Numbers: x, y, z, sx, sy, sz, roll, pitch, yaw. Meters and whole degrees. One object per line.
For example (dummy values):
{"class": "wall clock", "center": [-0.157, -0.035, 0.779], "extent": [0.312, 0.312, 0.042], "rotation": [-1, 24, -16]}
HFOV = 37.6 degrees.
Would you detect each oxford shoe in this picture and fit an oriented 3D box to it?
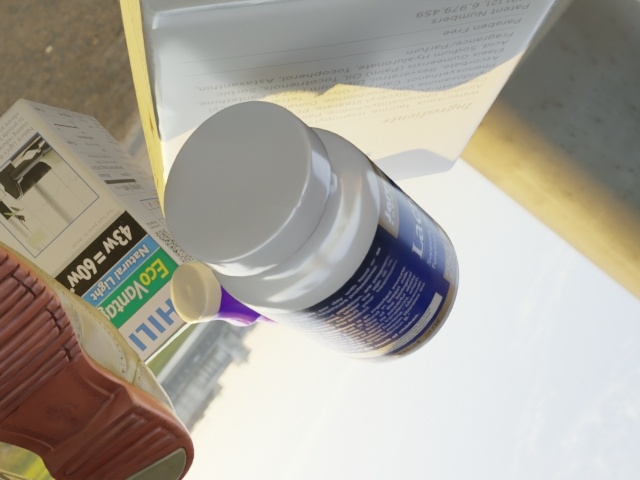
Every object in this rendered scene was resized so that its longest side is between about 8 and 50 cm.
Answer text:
{"class": "oxford shoe", "center": [-0.265, 0.089, 0.818], "extent": [0.140, 0.397, 0.146], "rotation": [-34, -141, -2]}

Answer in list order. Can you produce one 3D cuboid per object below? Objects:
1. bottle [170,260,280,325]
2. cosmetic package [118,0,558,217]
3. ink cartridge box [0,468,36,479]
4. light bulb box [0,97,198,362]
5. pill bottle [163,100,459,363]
{"class": "bottle", "center": [-0.044, 0.046, 1.112], "extent": [0.282, 0.118, 0.092], "rotation": [-7, 120, -45]}
{"class": "cosmetic package", "center": [-0.021, -0.255, 0.866], "extent": [0.327, 0.330, 0.394], "rotation": [-11, 162, -11]}
{"class": "ink cartridge box", "center": [-0.265, 0.312, 0.791], "extent": [0.198, 0.270, 0.197], "rotation": [3, -112, 55]}
{"class": "light bulb box", "center": [-0.330, 0.008, 1.367], "extent": [0.225, 0.361, 0.358], "rotation": [-43, -179, 4]}
{"class": "pill bottle", "center": [0.000, 0.000, 0.764], "extent": [0.153, 0.153, 0.264], "rotation": [-52, 145, 3]}
